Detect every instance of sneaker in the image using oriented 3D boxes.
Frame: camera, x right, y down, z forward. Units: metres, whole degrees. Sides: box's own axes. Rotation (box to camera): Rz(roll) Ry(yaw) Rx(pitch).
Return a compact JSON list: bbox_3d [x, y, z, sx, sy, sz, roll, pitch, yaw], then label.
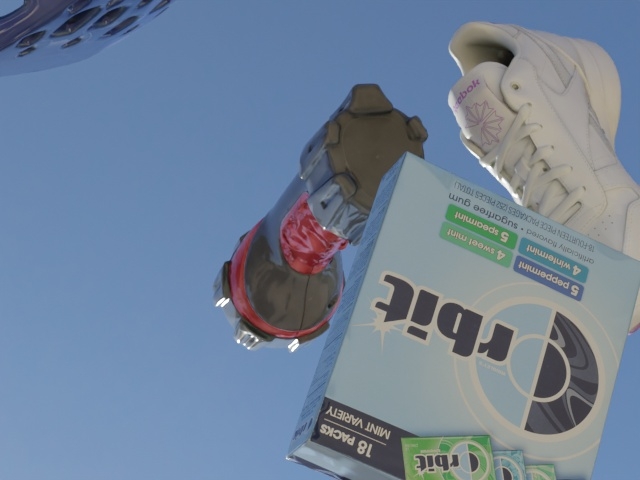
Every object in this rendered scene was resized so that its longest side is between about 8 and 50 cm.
[{"bbox_3d":[0.165,-0.049,1.265,0.152,0.305,0.114,17,-50,-27],"label":"sneaker"}]

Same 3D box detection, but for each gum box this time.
[{"bbox_3d":[0.084,0.064,0.928,0.157,0.184,0.041,25,-27,-9],"label":"gum box"}]

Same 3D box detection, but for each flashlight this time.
[{"bbox_3d":[0.000,0.000,1.232,0.103,0.304,0.103,36,-114,-3],"label":"flashlight"}]

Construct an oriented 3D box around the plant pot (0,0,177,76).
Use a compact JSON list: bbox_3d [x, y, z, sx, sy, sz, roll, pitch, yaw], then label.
[{"bbox_3d":[-0.164,-0.252,1.113,0.212,0.236,0.236,-20,-85,21],"label":"plant pot"}]
